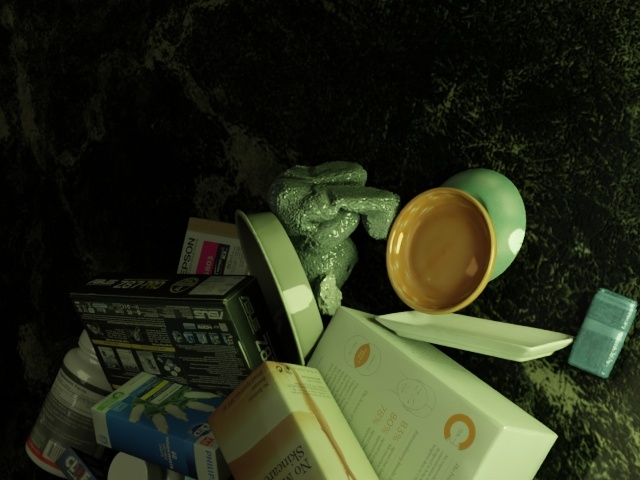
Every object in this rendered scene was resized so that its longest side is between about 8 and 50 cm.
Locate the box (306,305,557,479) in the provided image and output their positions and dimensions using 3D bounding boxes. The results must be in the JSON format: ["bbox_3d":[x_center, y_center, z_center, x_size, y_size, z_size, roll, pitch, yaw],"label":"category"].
[{"bbox_3d":[0.137,0.280,1.558,0.345,0.168,0.215,35,101,40],"label":"box"}]

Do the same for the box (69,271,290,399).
[{"bbox_3d":[-0.228,0.211,1.804,0.394,0.097,0.318,-2,116,39],"label":"box"}]

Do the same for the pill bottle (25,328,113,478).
[{"bbox_3d":[-0.448,0.309,2.030,0.161,0.161,0.283,30,97,40],"label":"pill bottle"}]

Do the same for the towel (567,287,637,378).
[{"bbox_3d":[0.401,0.131,1.473,0.067,0.029,0.119,25,94,40],"label":"towel"}]

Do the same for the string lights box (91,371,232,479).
[{"bbox_3d":[-0.232,0.306,1.707,0.259,0.133,0.077,11,118,30],"label":"string lights box"}]

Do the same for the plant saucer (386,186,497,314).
[{"bbox_3d":[0.191,0.018,1.620,0.200,0.037,0.200,-8,77,39],"label":"plant saucer"}]

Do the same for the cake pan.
[{"bbox_3d":[-0.063,0.079,1.692,0.054,0.293,0.293,-21,58,-10],"label":"cake pan"}]

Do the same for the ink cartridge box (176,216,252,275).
[{"bbox_3d":[-0.176,0.085,1.916,0.193,0.088,0.235,8,85,39],"label":"ink cartridge box"}]

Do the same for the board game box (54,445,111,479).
[{"bbox_3d":[-0.347,0.471,1.827,0.042,0.165,0.243,-49,55,-4],"label":"board game box"}]

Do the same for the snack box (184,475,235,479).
[{"bbox_3d":[-0.152,0.542,1.710,0.060,0.187,0.322,-6,75,38],"label":"snack box"}]

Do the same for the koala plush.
[{"bbox_3d":[0.000,0.000,1.748,0.196,0.203,0.221,-133,44,-54],"label":"koala plush"}]

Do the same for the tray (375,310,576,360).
[{"bbox_3d":[0.227,0.140,1.541,0.270,0.145,0.030,8,96,40],"label":"tray"}]

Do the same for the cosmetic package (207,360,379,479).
[{"bbox_3d":[-0.024,0.335,1.480,0.153,0.129,0.296,-47,55,20],"label":"cosmetic package"}]

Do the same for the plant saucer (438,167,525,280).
[{"bbox_3d":[0.230,-0.025,1.649,0.195,0.037,0.195,-11,71,36],"label":"plant saucer"}]

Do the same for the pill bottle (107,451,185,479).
[{"bbox_3d":[-0.252,0.417,1.802,0.121,0.221,0.121,-11,72,37],"label":"pill bottle"}]
